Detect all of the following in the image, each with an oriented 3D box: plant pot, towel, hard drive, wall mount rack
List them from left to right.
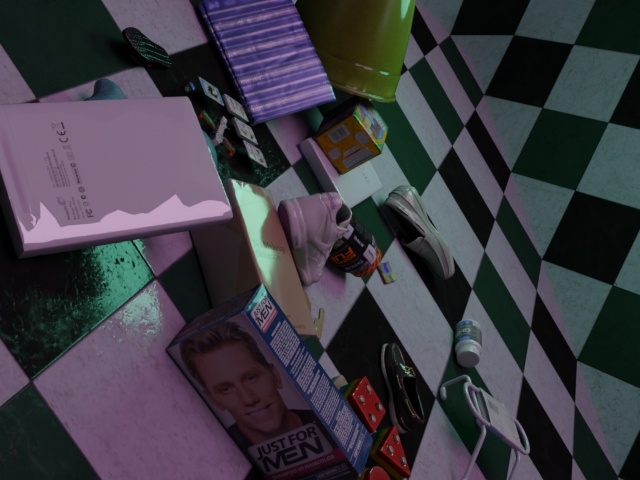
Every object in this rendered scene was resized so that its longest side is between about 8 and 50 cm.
[{"bbox_3d":[-0.328,-0.110,1.297,0.353,0.047,0.233,-11,74,-39],"label":"hard drive"},{"bbox_3d":[-0.130,-0.456,2.011,0.243,0.040,0.336,-21,84,-25],"label":"towel"},{"bbox_3d":[0.061,-0.198,2.258,0.210,0.040,0.318,61,25,-2],"label":"hard drive"},{"bbox_3d":[0.094,-0.599,2.179,0.366,0.353,0.366,20,19,-7],"label":"plant pot"},{"bbox_3d":[0.178,0.086,2.234,0.083,0.009,0.060,-5,69,-62],"label":"towel"},{"bbox_3d":[0.425,0.525,2.145,0.350,0.130,0.304,40,30,-39],"label":"wall mount rack"}]

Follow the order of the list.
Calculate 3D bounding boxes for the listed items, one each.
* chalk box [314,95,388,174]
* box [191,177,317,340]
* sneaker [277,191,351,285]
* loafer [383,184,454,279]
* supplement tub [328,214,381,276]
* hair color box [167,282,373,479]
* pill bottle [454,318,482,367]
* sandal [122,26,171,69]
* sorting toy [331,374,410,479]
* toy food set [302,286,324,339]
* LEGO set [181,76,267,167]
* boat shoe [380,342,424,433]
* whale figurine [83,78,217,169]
[{"bbox_3d":[0.088,-0.294,2.201,0.132,0.132,0.213,52,28,-18],"label":"chalk box"},{"bbox_3d":[-0.133,0.054,1.559,0.148,0.121,0.311,10,57,-59],"label":"box"},{"bbox_3d":[0.000,0.000,1.739,0.305,0.152,0.114,82,-14,-64],"label":"sneaker"},{"bbox_3d":[0.286,-0.009,2.441,0.111,0.112,0.319,-39,104,-28],"label":"loafer"},{"bbox_3d":[0.054,-0.001,1.967,0.190,0.117,0.117,43,32,-33],"label":"supplement tub"},{"bbox_3d":[-0.080,0.262,1.396,0.347,0.174,0.105,56,28,-12],"label":"hair color box"},{"bbox_3d":[0.430,0.300,2.413,0.078,0.078,0.137,51,27,-22],"label":"pill bottle"},{"bbox_3d":[-0.355,-0.378,1.675,0.179,0.040,0.067,12,59,-76],"label":"sandal"},{"bbox_3d":[0.081,0.417,1.641,0.255,0.089,0.257,60,25,-4],"label":"sorting toy"},{"bbox_3d":[-0.069,0.120,1.725,0.192,0.038,0.132,49,21,-15],"label":"toy food set"},{"bbox_3d":[-0.220,-0.255,1.811,0.244,0.060,0.182,25,38,-62],"label":"LEGO set"},{"bbox_3d":[0.196,0.338,1.954,0.081,0.068,0.228,34,37,-45],"label":"boat shoe"},{"bbox_3d":[-0.291,-0.178,1.470,0.272,0.141,0.216,49,29,-25],"label":"whale figurine"}]
